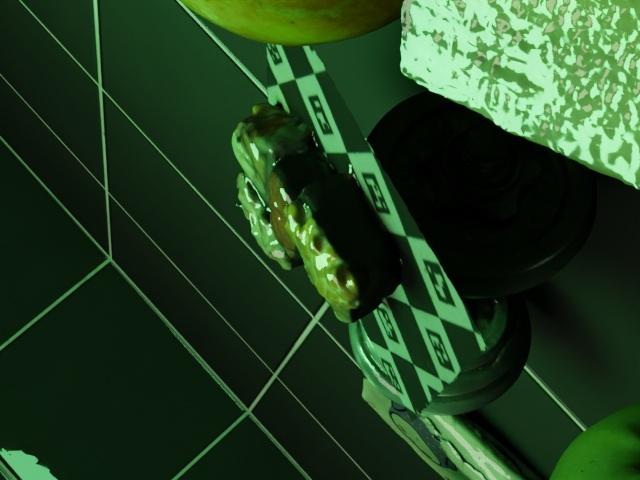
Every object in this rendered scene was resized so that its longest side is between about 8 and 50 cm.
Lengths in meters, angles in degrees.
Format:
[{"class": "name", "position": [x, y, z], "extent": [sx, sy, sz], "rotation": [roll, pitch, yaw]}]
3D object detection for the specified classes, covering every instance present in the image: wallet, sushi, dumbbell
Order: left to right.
[{"class": "sushi", "position": [0.000, 0.000, 0.809], "extent": [0.292, 0.059, 0.294], "rotation": [61, 168, 17]}, {"class": "dumbbell", "position": [0.114, 0.022, 0.934], "extent": [0.179, 0.179, 0.406], "rotation": [42, 161, 19]}, {"class": "wallet", "position": [0.184, 0.294, 1.489], "extent": [0.335, 0.068, 0.275], "rotation": [44, 161, 9]}]

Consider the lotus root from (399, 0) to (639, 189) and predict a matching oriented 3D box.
[{"class": "lotus root", "position": [0.177, -0.165, 0.481], "extent": [0.260, 0.149, 0.267], "rotation": [31, 138, 34]}]

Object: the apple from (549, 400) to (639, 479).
[{"class": "apple", "position": [0.303, 0.269, 0.765], "extent": [0.357, 0.357, 0.357], "rotation": [42, 161, 19]}]

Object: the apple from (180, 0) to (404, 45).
[{"class": "apple", "position": [-0.010, -0.227, 0.627], "extent": [0.237, 0.237, 0.207], "rotation": [32, 178, 41]}]
